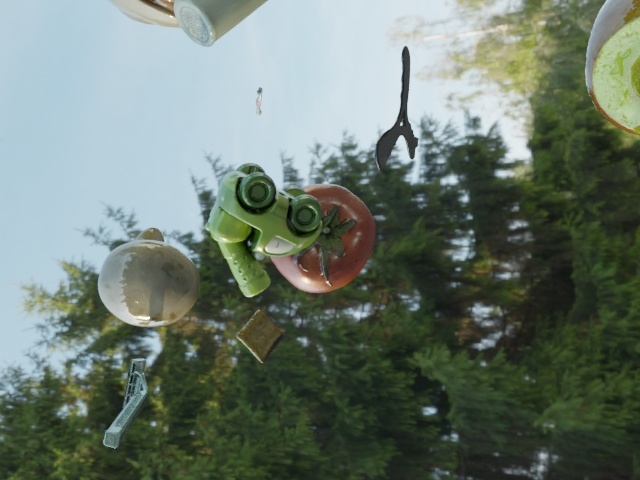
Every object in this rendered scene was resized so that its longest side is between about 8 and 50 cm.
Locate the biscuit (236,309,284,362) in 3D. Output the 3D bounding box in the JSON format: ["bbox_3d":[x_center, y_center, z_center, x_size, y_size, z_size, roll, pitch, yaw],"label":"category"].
[{"bbox_3d":[-0.123,0.195,1.382,0.081,0.018,0.083,47,-129,-9],"label":"biscuit"}]

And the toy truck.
[{"bbox_3d":[-0.113,-0.029,1.172,0.187,0.210,0.148,44,-178,-21],"label":"toy truck"}]

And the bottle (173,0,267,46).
[{"bbox_3d":[-0.155,-0.470,1.266,0.245,0.104,0.104,-47,-46,-25],"label":"bottle"}]

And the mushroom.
[{"bbox_3d":[-0.357,0.067,1.422,0.207,0.207,0.215,60,-167,-44],"label":"mushroom"}]

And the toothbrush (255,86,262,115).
[{"bbox_3d":[-0.168,-0.382,1.862,0.022,0.017,0.204,-51,0,-9],"label":"toothbrush"}]

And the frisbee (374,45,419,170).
[{"bbox_3d":[0.133,-0.183,1.101,0.187,0.012,0.211,52,-129,-59],"label":"frisbee"}]

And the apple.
[{"bbox_3d":[0.740,-0.382,1.348,0.374,0.374,0.384,24,-91,-61],"label":"apple"}]

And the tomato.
[{"bbox_3d":[0.000,0.000,2.067,0.273,0.341,0.341,125,153,-72],"label":"tomato"}]

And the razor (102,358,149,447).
[{"bbox_3d":[-0.380,0.337,1.352,0.278,0.056,0.111,-122,45,-77],"label":"razor"}]

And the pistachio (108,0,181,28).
[{"bbox_3d":[-0.401,-0.685,1.740,0.365,0.445,0.281,-68,4,-54],"label":"pistachio"}]
